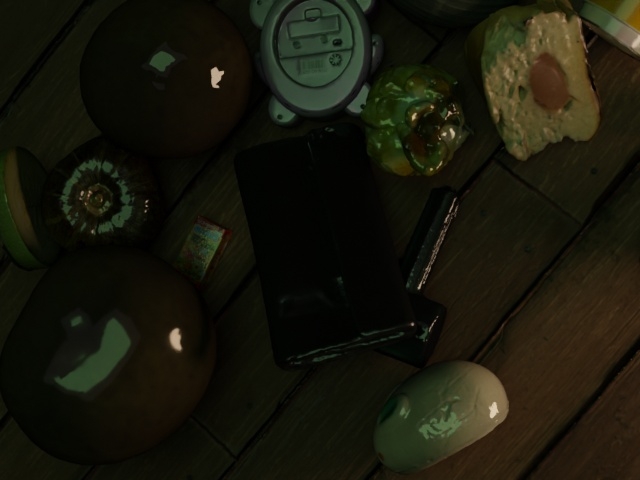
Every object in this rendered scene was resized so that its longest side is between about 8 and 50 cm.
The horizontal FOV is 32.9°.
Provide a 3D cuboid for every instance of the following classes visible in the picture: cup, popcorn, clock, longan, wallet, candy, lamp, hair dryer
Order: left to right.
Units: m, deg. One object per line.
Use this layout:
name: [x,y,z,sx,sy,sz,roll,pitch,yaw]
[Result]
longan: [-0.349,0.187,1.769,0.361,0.361,0.361,-1,86,13]
longan: [-0.257,-0.276,1.803,0.297,0.297,0.297,-1,86,13]
candy: [-0.210,0.024,1.895,0.062,0.038,0.122,27,92,13]
clock: [-0.003,-0.322,1.849,0.227,0.090,0.248,-6,86,13]
wallet: [0.000,0.000,1.751,0.228,0.062,0.406,-17,60,4]
hair dryer: [0.114,0.031,1.799,0.244,0.116,0.302,22,79,15]
popcorn: [0.160,-0.184,1.742,0.197,0.212,0.198,-4,116,-7]
lamp: [0.210,-0.447,1.732,0.233,0.265,0.233,13,106,52]
cup: [0.532,-0.430,1.688,0.196,0.196,0.280,37,102,13]

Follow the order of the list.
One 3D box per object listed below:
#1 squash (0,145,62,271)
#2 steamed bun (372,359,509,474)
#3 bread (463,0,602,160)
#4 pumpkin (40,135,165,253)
squash: [-0.504,-0.058,1.877,0.041,0.219,0.219,-11,84,11]
steamed bun: [0.179,0.270,1.714,0.228,0.177,0.131,-32,89,14]
bread: [0.338,-0.265,1.701,0.183,0.211,0.224,-19,77,4]
pumpkin: [-0.379,-0.064,1.890,0.219,0.162,0.219,-1,96,-11]
